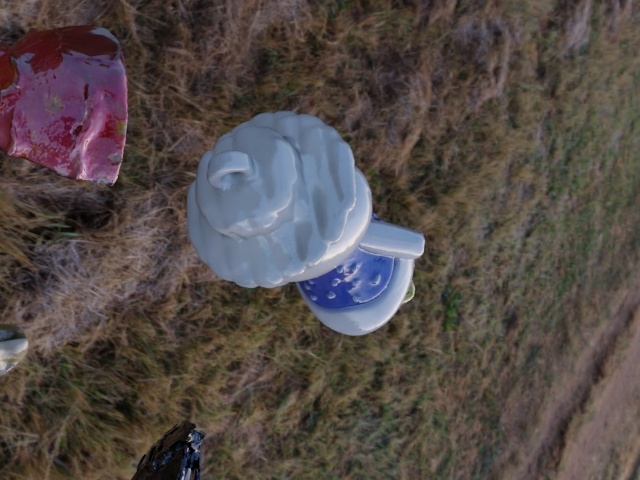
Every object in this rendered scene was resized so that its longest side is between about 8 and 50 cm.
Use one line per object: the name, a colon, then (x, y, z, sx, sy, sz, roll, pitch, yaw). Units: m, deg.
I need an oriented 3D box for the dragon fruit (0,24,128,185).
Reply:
dragon fruit: (-0.335, -0.200, 0.773, 0.189, 0.261, 0.163, -42, 140, 9)

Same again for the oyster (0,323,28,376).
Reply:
oyster: (-0.337, 0.068, 0.289, 0.341, 0.110, 0.166, -8, 72, -41)

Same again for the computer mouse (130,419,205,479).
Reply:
computer mouse: (-0.214, 0.334, 0.795, 0.077, 0.146, 0.241, 14, 122, -22)

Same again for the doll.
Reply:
doll: (0.000, 0.000, 0.453, 0.293, 0.138, 0.119, 37, 48, -60)
